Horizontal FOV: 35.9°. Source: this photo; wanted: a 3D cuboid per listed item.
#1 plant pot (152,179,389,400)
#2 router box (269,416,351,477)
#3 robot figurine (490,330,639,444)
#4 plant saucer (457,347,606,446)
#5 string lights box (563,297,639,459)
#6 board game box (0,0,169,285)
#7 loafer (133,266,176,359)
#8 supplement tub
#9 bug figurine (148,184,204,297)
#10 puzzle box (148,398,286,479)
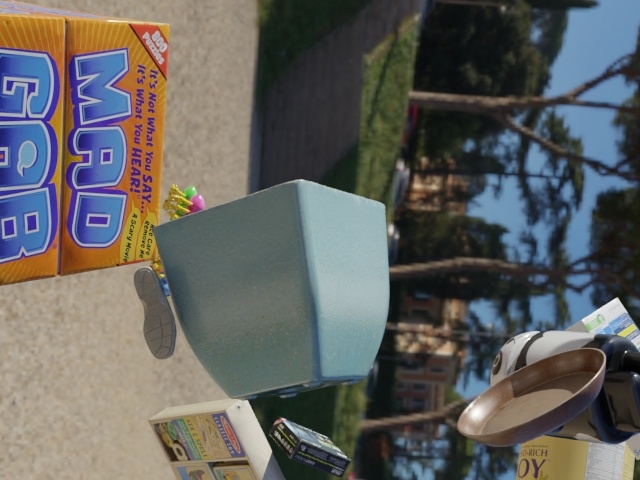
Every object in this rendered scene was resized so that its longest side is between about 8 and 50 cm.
[{"bbox_3d":[-0.048,0.084,1.359,0.247,0.248,0.252,13,64,-59],"label":"plant pot"},{"bbox_3d":[-0.019,0.361,1.724,0.038,0.122,0.092,-60,-147,3],"label":"router box"},{"bbox_3d":[0.402,0.227,1.563,0.278,0.209,0.173,-2,-106,49],"label":"robot figurine"},{"bbox_3d":[0.221,0.165,1.015,0.029,0.168,0.168,61,4,-5],"label":"plant saucer"},{"bbox_3d":[0.555,0.248,1.788,0.260,0.133,0.077,57,-42,11],"label":"string lights box"},{"bbox_3d":[-0.476,-0.160,1.435,0.356,0.356,0.356,-10,111,-47],"label":"board game box"},{"bbox_3d":[-0.212,0.095,1.300,0.039,0.045,0.125,34,40,-76],"label":"loafer"},{"bbox_3d":[0.543,0.481,2.108,0.241,0.241,0.331,93,9,-71],"label":"supplement tub"},{"bbox_3d":[-0.279,0.002,1.882,0.279,0.072,0.216,-145,-105,-75],"label":"bug figurine"},{"bbox_3d":[-0.142,0.482,1.783,0.272,0.052,0.409,-19,-82,48],"label":"puzzle box"}]
